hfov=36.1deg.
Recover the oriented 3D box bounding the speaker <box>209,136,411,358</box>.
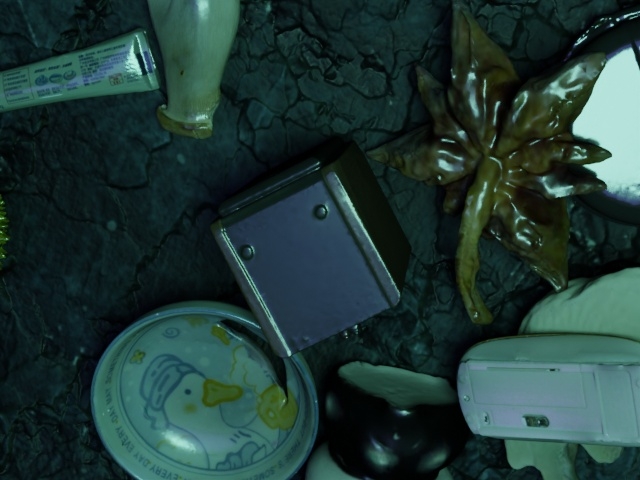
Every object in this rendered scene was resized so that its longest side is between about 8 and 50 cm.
[{"bbox_3d":[0.000,0.000,1.109,0.153,0.231,0.193,-27,98,13],"label":"speaker"}]

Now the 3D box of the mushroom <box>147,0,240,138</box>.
[{"bbox_3d":[-0.145,-0.235,1.159,0.116,0.093,0.225,5,113,26],"label":"mushroom"}]

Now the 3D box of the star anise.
[{"bbox_3d":[0.190,-0.082,1.085,0.292,0.109,0.350,51,133,21],"label":"star anise"}]

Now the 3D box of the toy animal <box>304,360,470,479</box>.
[{"bbox_3d":[0.076,0.276,1.194,0.187,0.165,0.235,11,106,7],"label":"toy animal"}]

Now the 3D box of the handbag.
[{"bbox_3d":[0.403,-0.146,1.091,0.307,0.093,0.254,-16,100,11],"label":"handbag"}]

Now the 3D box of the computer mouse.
[{"bbox_3d":[0.266,0.166,1.073,0.245,0.056,0.126,-5,102,33],"label":"computer mouse"}]

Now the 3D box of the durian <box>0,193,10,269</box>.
[{"bbox_3d":[-0.494,-0.003,1.210,0.237,0.176,0.200,-35,86,8],"label":"durian"}]

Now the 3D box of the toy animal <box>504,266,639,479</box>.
[{"bbox_3d":[0.348,0.146,1.151,0.266,0.188,0.308,9,116,27],"label":"toy animal"}]

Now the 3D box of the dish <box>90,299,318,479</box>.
[{"bbox_3d":[-0.133,0.178,1.217,0.273,0.134,0.274,2,114,4],"label":"dish"}]

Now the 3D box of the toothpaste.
[{"bbox_3d":[-0.332,-0.197,1.210,0.268,0.047,0.069,-11,82,8],"label":"toothpaste"}]
